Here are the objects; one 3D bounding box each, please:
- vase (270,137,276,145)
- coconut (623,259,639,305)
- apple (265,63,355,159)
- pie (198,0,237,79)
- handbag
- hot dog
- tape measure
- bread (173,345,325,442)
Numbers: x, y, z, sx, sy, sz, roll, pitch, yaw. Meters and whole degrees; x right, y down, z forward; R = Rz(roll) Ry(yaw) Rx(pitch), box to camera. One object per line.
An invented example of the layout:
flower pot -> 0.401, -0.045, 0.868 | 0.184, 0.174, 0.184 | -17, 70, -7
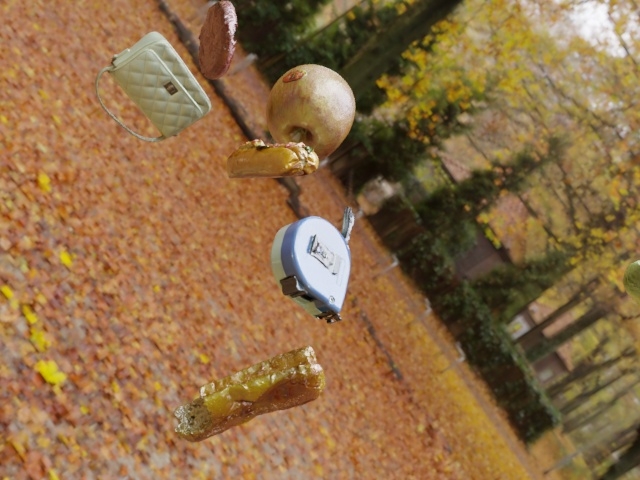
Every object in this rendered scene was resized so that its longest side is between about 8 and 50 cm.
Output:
vase -> -0.118, -0.355, 2.455 | 0.081, 0.081, 0.148 | -115, -153, -53
coconut -> 0.542, 0.068, 1.319 | 0.096, 0.088, 0.088 | 53, 7, -40
apple -> -0.023, -0.303, 1.899 | 0.211, 0.211, 0.187 | 50, 39, -37
pie -> -0.198, -0.387, 1.558 | 0.036, 0.154, 0.154 | 5, 38, -29
handbag -> -0.403, -0.346, 1.920 | 0.256, 0.219, 0.079 | 53, 1, -40
hot dog -> -0.101, -0.155, 1.532 | 0.250, 0.104, 0.076 | 8, -77, 56
tape measure -> 0.000, 0.000, 1.913 | 0.215, 0.098, 0.351 | 39, 46, -33
bread -> -0.174, 0.377, 1.949 | 0.185, 0.381, 0.109 | 83, -14, -62
